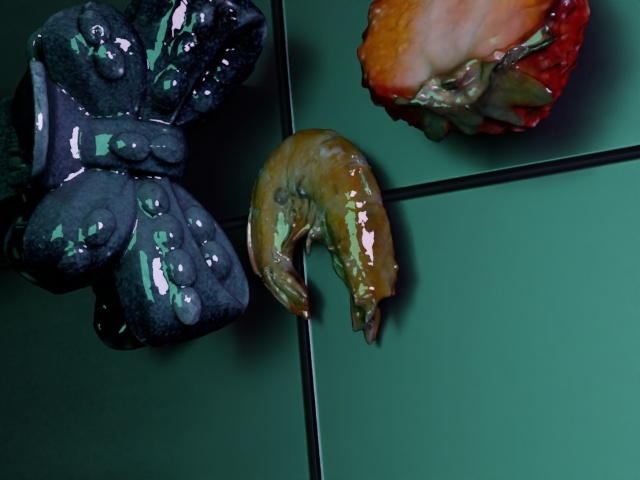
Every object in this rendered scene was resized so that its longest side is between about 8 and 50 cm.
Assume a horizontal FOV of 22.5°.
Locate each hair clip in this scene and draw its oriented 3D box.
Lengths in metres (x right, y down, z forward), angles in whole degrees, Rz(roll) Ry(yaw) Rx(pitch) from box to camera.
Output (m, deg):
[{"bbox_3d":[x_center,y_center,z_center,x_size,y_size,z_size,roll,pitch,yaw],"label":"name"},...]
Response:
[{"bbox_3d":[-0.162,-0.069,1.302,0.194,0.206,0.310,165,112,-64],"label":"hair clip"}]

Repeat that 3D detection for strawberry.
[{"bbox_3d":[0.134,-0.174,1.260,0.190,0.111,0.236,-15,52,31],"label":"strawberry"}]

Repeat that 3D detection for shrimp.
[{"bbox_3d":[0.003,0.000,1.313,0.132,0.051,0.187,-36,62,34],"label":"shrimp"}]
